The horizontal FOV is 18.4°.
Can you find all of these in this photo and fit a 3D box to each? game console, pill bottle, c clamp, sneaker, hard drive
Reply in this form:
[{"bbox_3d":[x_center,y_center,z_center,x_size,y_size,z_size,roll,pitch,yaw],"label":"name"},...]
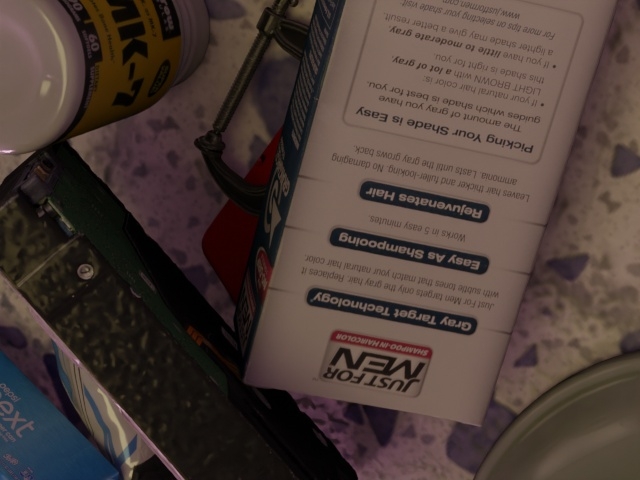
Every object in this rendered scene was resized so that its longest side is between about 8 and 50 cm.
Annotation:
[{"bbox_3d":[0.000,0.000,1.424,0.124,0.085,0.144,28,118,-19],"label":"game console"},{"bbox_3d":[-0.166,-0.135,1.352,0.119,0.208,0.119,7,107,23],"label":"pill bottle"},{"bbox_3d":[-0.041,-0.103,1.399,0.137,0.022,0.160,30,106,25],"label":"c clamp"},{"bbox_3d":[-0.147,0.124,1.494,0.086,0.085,0.237,-1,110,54],"label":"sneaker"},{"bbox_3d":[-0.095,0.085,1.327,0.064,0.237,0.339,-39,101,3],"label":"hard drive"}]

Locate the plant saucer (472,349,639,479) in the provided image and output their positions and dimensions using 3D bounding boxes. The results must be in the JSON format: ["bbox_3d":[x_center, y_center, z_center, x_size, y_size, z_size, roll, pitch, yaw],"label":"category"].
[{"bbox_3d":[0.265,0.272,1.331,0.400,0.100,0.400,6,106,22],"label":"plant saucer"}]

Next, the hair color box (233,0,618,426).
[{"bbox_3d":[0.066,-0.064,1.289,0.174,0.105,0.347,11,110,-12],"label":"hair color box"}]

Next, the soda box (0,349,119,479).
[{"bbox_3d":[-0.245,0.146,1.499,0.210,0.071,0.067,42,143,27],"label":"soda box"}]
